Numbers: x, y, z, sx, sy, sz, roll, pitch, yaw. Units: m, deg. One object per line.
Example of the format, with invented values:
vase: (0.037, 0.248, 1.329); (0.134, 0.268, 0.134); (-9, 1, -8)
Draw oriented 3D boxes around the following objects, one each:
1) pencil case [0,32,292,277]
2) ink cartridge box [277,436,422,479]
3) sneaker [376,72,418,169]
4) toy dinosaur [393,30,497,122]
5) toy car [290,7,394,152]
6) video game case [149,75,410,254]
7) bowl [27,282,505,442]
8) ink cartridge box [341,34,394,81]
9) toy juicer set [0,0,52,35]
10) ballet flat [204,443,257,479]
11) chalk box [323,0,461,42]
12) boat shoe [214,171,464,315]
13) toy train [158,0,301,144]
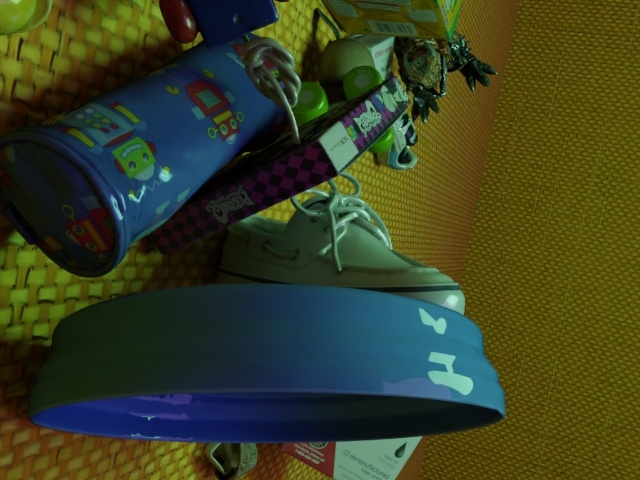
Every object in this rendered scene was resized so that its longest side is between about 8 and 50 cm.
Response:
pencil case: (-0.134, -0.087, 0.589); (0.119, 0.133, 0.306); (57, 36, -12)
ink cartridge box: (0.075, 0.239, 1.091); (0.273, 0.197, 0.114); (-57, -163, -3)
sneaker: (0.142, -0.227, 1.297); (0.237, 0.086, 0.085); (72, 37, -52)
toy dinosaur: (0.191, -0.348, 1.208); (0.218, 0.164, 0.322); (45, 48, -37)
toy car: (0.020, -0.228, 0.968); (0.155, 0.148, 0.189); (60, 17, -66)
video game case: (-0.040, -0.079, 0.710); (0.042, 0.232, 0.210); (59, 35, -13)
bowl: (-0.042, 0.123, 0.598); (0.391, 0.390, 0.077); (53, 34, -64)
ink cartridge box: (0.072, -0.255, 1.120); (0.109, 0.063, 0.151); (-46, 143, -55)
toy juicer set: (-0.187, -0.233, 0.402); (0.209, 0.089, 0.329); (77, 31, -49)
ballet flat: (-0.123, 0.245, 0.891); (0.067, 0.073, 0.206); (-39, 135, -39)
chalk box: (0.120, -0.457, 0.968); (0.179, 0.180, 0.289); (19, 82, -70)
boat shoe: (0.006, 0.000, 0.729); (0.135, 0.367, 0.157); (5, 90, -33)
toy train: (-0.078, -0.209, 0.580); (0.143, 0.105, 0.248); (-110, 177, -63)
